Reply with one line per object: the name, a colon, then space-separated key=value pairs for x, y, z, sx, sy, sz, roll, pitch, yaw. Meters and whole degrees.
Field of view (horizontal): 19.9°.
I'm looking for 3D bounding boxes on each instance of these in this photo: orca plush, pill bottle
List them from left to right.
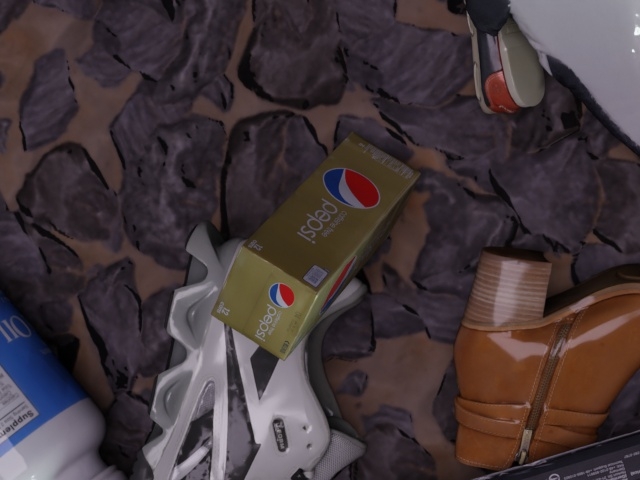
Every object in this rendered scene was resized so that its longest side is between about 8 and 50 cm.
pill bottle: x=-0.227 y=0.124 z=1.268 sx=0.124 sy=0.124 sz=0.221 roll=-41 pitch=86 yaw=9
orca plush: x=0.198 y=-0.165 z=1.191 sx=0.287 sy=0.102 sz=0.151 roll=43 pitch=130 yaw=-15

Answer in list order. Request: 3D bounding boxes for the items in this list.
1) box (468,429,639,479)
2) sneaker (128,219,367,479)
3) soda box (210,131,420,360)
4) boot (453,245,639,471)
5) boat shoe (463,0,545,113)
box: x=0.203 y=0.281 z=1.136 sx=0.395 sy=0.097 sz=0.318 roll=-19 pitch=55 yaw=10
sneaker: x=-0.049 y=0.163 z=1.237 sx=0.146 sy=0.122 sz=0.330 roll=13 pitch=93 yaw=9
soda box: x=0.000 y=0.000 z=1.191 sx=0.058 sy=0.181 sz=0.061 roll=32 pitch=126 yaw=8
boot: x=0.187 y=0.091 z=1.226 sx=0.197 sy=0.073 sz=0.152 roll=9 pitch=102 yaw=8
boat shoe: x=0.118 y=-0.153 z=1.235 sx=0.043 sy=0.049 sz=0.137 roll=-8 pitch=92 yaw=50
